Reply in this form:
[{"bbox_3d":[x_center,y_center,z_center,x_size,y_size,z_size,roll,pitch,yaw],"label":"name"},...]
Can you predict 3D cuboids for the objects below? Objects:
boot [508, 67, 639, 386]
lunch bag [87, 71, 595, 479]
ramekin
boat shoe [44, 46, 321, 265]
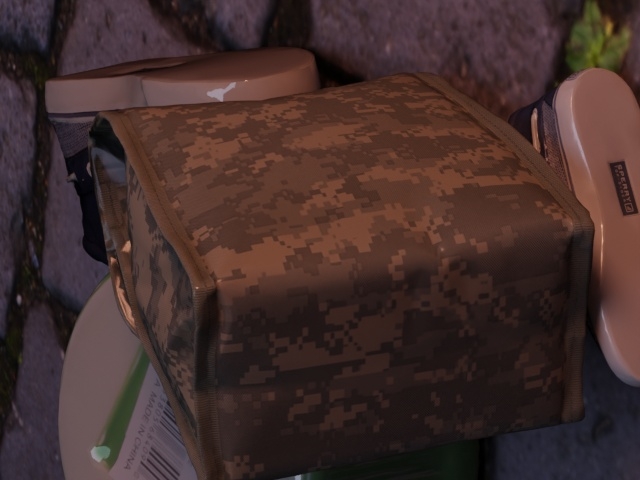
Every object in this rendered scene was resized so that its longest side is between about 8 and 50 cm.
[{"bbox_3d":[0.162,-0.001,1.182,0.086,0.069,0.190,-29,66,61],"label":"boot"},{"bbox_3d":[0.000,0.000,1.199,0.287,0.235,0.169,-120,25,-55],"label":"lunch bag"},{"bbox_3d":[-0.049,0.133,1.390,0.303,0.148,0.303,6,99,46],"label":"ramekin"},{"bbox_3d":[-0.094,-0.055,1.489,0.340,0.127,0.158,7,110,62],"label":"boat shoe"}]
